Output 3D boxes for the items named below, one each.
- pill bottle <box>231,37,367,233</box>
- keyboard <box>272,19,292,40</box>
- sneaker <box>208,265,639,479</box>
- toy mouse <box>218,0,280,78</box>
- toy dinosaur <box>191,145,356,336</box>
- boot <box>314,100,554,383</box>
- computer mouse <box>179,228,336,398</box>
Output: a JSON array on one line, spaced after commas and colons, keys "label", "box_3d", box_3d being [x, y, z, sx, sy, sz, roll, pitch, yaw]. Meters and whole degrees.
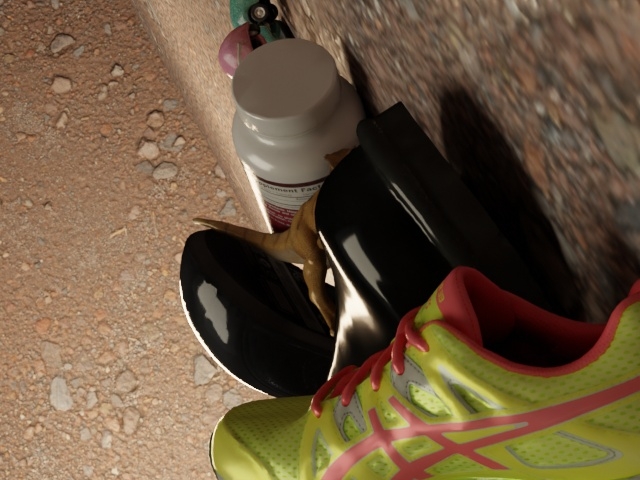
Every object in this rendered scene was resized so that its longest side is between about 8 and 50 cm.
[{"label": "pill bottle", "box_3d": [-0.008, -0.056, 0.699, 0.086, 0.086, 0.152, 58, 173, 34]}, {"label": "keyboard", "box_3d": [0.002, -0.077, 0.839, 0.180, 0.023, 0.108, 62, 175, 7]}, {"label": "sneaker", "box_3d": [0.046, 0.055, 0.399, 0.081, 0.208, 0.094, -37, -66, -59]}, {"label": "toy mouse", "box_3d": [-0.052, -0.147, 0.742, 0.143, 0.031, 0.161, 59, -160, -52]}, {"label": "toy dinosaur", "box_3d": [0.000, 0.000, 0.649, 0.112, 0.064, 0.211, 65, 153, 5]}, {"label": "boot", "box_3d": [0.001, 0.121, 0.556, 0.131, 0.260, 0.348, 56, 173, 49]}, {"label": "computer mouse", "box_3d": [-0.002, 0.084, 0.785, 0.272, 0.072, 0.188, 30, -162, -32]}]
